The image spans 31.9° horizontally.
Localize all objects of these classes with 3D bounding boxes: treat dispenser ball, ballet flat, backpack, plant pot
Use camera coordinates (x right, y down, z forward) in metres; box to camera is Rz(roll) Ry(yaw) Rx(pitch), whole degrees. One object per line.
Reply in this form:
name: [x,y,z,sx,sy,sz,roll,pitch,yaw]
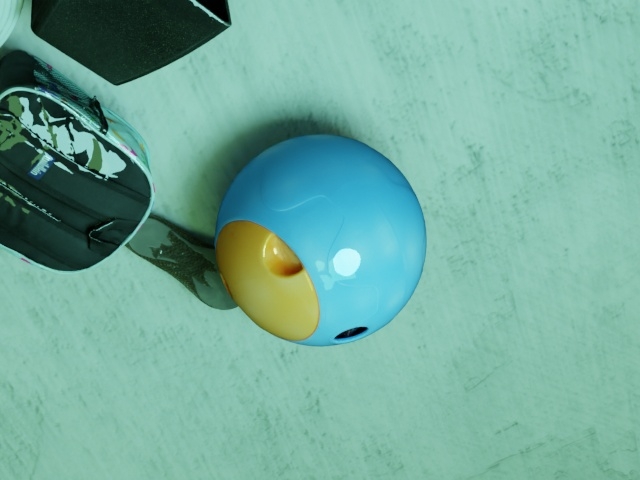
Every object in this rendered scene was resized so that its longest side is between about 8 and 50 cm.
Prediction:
treat dispenser ball: [0.000,0.000,1.520,0.288,0.288,0.288,-10,127,-14]
ballet flat: [-0.197,0.027,1.620,0.250,0.058,0.084,34,86,-42]
backpack: [-0.338,-0.088,1.387,0.253,0.191,0.225,35,109,-29]
plant pot: [-0.233,-0.294,1.297,0.187,0.188,0.167,31,120,-35]

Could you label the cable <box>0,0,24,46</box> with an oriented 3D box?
cable: [-0.451,-0.284,1.237,0.257,0.089,0.257,-32,145,8]
